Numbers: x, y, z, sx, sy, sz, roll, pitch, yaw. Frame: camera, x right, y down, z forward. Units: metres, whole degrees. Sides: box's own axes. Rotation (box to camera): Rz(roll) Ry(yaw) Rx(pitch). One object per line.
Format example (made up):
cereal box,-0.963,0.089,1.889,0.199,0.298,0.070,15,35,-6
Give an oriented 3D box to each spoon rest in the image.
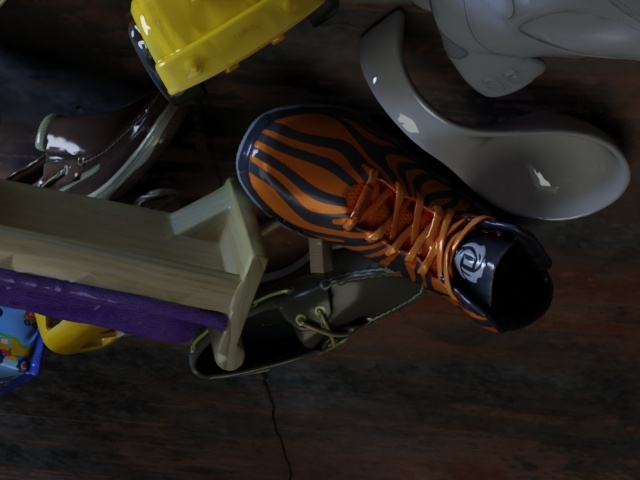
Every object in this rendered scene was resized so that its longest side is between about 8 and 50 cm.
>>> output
spoon rest,0.149,-0.091,1.458,0.276,0.084,0.137,30,140,-23

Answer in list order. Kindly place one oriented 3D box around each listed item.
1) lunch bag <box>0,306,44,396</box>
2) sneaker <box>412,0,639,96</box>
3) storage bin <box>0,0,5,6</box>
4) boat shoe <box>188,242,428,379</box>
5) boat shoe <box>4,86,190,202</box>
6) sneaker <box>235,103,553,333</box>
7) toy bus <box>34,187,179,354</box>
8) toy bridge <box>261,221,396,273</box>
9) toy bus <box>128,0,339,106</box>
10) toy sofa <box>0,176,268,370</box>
lunch bag,-0.434,0.098,1.846,0.221,0.138,0.293,20,152,-17
sneaker,0.231,-0.186,1.273,0.365,0.137,0.210,18,156,-25
storage bin,-0.389,-0.254,1.345,0.262,0.123,0.260,30,139,-23
boat shoe,-0.010,0.073,1.712,0.305,0.091,0.109,-17,135,33
boat shoe,-0.225,-0.078,1.568,0.095,0.095,0.257,40,132,-15
sneaker,0.087,-0.019,1.477,0.321,0.125,0.180,23,-176,-31
toy bus,-0.195,0.043,1.616,0.191,0.104,0.202,-19,168,5
toy bridge,0.000,0.000,1.637,0.188,0.063,0.026,-1,-173,26
toy bus,-0.103,-0.229,1.275,0.149,0.220,0.211,-33,102,4
toy sofa,-0.240,0.021,1.438,0.362,0.150,0.177,12,115,-19
